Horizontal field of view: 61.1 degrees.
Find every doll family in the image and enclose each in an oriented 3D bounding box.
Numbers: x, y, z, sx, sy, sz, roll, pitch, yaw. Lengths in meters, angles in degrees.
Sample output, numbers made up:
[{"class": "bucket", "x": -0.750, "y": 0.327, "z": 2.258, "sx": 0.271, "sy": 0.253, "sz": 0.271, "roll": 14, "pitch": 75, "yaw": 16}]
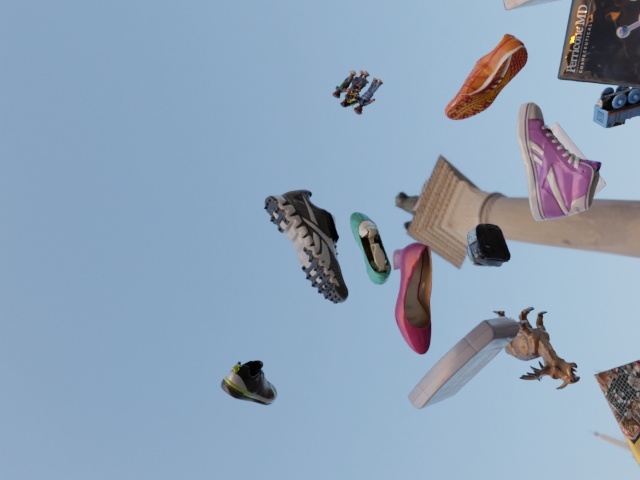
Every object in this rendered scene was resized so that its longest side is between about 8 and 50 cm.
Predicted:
[{"class": "doll family", "x": 0.101, "y": -0.424, "z": 1.561, "sx": 0.076, "sy": 0.193, "sz": 0.111, "roll": 39, "pitch": -91, "yaw": -23}]

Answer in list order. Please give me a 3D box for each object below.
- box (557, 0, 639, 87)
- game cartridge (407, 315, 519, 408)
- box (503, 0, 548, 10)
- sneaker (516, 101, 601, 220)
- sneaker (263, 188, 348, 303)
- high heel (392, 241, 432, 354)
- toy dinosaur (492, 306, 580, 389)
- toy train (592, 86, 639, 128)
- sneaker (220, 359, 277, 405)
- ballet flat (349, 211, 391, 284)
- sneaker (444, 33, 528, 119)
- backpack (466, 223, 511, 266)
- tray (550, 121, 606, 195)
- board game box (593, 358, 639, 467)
[{"class": "box", "x": 0.714, "y": -0.454, "z": 1.053, "sx": 0.212, "sy": 0.395, "sz": 0.294, "roll": -30, "pitch": -52, "yaw": -46}, {"class": "game cartridge", "x": 0.350, "y": 0.305, "z": 1.340, "sx": 0.196, "sy": 0.060, "sz": 0.294, "roll": 7, "pitch": -53, "yaw": -47}, {"class": "box", "x": 0.438, "y": -0.410, "z": 0.765, "sx": 0.322, "sy": 0.232, "sz": 0.059, "roll": -24, "pitch": -78, "yaw": -36}, {"class": "sneaker", "x": 0.554, "y": -0.196, "z": 1.248, "sx": 0.102, "sy": 0.161, "sz": 0.282, "roll": -9, "pitch": -93, "yaw": -49}, {"class": "sneaker", "x": 0.000, "y": 0.000, "z": 0.990, "sx": 0.106, "sy": 0.078, "sz": 0.234, "roll": -29, "pitch": -100, "yaw": -27}, {"class": "high heel", "x": 0.216, "y": 0.126, "z": 1.162, "sx": 0.082, "sy": 0.117, "sz": 0.244, "roll": -3, "pitch": -95, "yaw": -21}, {"class": "toy dinosaur", "x": 0.592, "y": 0.306, "z": 1.568, "sx": 0.127, "sy": 0.295, "sz": 0.201, "roll": -8, "pitch": -85, "yaw": -11}, {"class": "toy train", "x": 0.870, "y": -0.389, "z": 1.540, "sx": 0.184, "sy": 0.080, "sz": 0.105, "roll": -16, "pitch": -53, "yaw": -4}, {"class": "sneaker", "x": -0.164, "y": 0.364, "z": 1.411, "sx": 0.097, "sy": 0.084, "sz": 0.234, "roll": -60, "pitch": -28, "yaw": -4}, {"class": "ballet flat", "x": 0.158, "y": 0.010, "z": 1.632, "sx": 0.083, "sy": 0.087, "sz": 0.248, "roll": -11, "pitch": -110, "yaw": -19}, {"class": "sneaker", "x": 0.290, "y": -0.285, "z": 0.966, "sx": 0.064, "sy": 0.175, "sz": 0.067, "roll": 22, "pitch": -142, "yaw": -36}, {"class": "backpack", "x": 0.457, "y": 0.015, "z": 1.504, "sx": 0.104, "sy": 0.084, "sz": 0.114, "roll": 4, "pitch": -118, "yaw": -20}, {"class": "tray", "x": 0.790, "y": -0.234, "z": 1.729, "sx": 0.030, "sy": 0.145, "sz": 0.271, "roll": -9, "pitch": -122, "yaw": -24}, {"class": "board game box", "x": 0.742, "y": 0.385, "z": 1.193, "sx": 0.042, "sy": 0.165, "sz": 0.243, "roll": 12, "pitch": -126, "yaw": -55}]
